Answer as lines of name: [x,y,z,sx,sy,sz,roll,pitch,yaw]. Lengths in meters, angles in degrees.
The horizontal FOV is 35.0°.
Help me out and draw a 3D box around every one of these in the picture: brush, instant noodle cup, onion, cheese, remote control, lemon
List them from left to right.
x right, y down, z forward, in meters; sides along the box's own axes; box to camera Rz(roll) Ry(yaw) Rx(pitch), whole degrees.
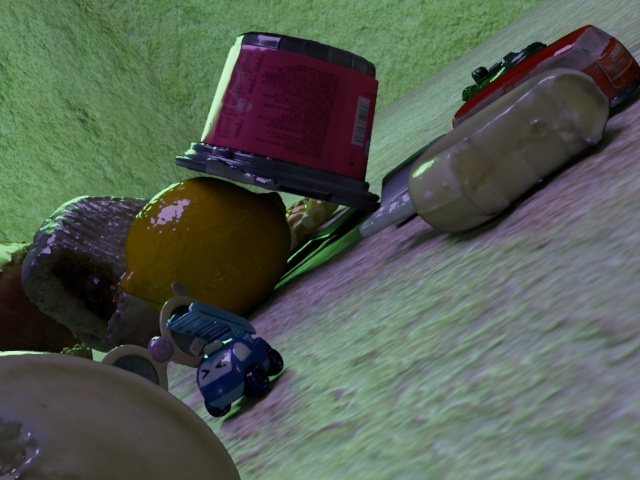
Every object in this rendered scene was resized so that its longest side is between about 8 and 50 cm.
onion: [-0.598,0.168,1.880,0.353,0.353,0.353,-36,6,5]
lemon: [-0.135,0.011,1.241,0.244,0.187,0.187,-29,1,-35]
instant noodle cup: [-0.033,-0.150,1.248,0.302,0.258,0.181,-159,82,-69]
brush: [0.000,0.000,1.336,0.193,0.016,0.063,-37,8,-11]
remote control: [0.117,-0.075,1.176,0.103,0.034,0.250,-35,7,9]
cheese: [0.132,-0.065,0.873,0.163,0.071,0.249,-39,6,-18]

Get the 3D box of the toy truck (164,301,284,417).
toy truck: [-0.079,0.086,0.804,0.056,0.090,0.073,-34,7,26]

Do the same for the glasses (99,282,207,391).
glasses: [-0.200,0.172,1.085,0.189,0.088,0.220,-45,-9,-49]

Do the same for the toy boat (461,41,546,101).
toy boat: [0.275,-0.248,1.503,0.104,0.052,0.210,-35,5,-9]

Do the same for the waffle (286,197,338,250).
waffle: [-0.072,0.001,1.546,0.250,0.056,0.261,-40,9,-29]

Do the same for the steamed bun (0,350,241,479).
steamed bun: [-0.167,0.151,0.474,0.225,0.170,0.200,-32,12,43]

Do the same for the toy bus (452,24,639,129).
toy bus: [0.201,-0.128,0.916,0.174,0.077,0.079,-31,9,42]

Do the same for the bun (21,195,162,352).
bun: [-0.287,0.059,1.493,0.281,0.281,0.205,-42,-26,-41]
